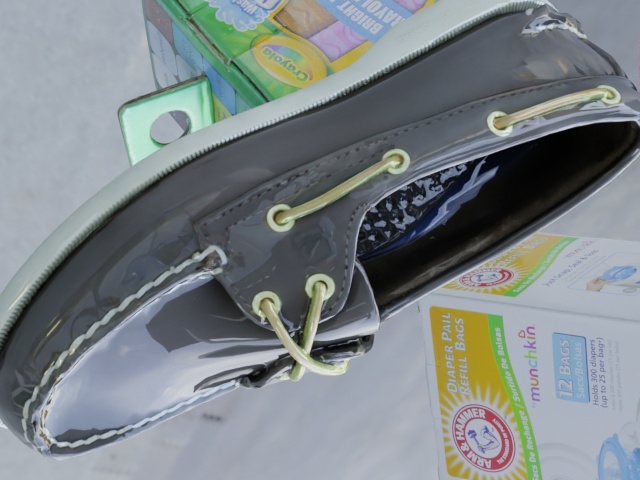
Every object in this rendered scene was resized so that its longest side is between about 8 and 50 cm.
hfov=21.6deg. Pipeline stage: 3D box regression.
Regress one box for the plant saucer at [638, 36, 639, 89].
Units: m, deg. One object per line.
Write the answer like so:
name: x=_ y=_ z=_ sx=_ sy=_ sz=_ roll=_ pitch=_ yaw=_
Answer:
plant saucer: x=0.361 y=-0.087 z=1.069 sx=0.084 sy=0.332 sz=0.332 roll=-32 pitch=150 yaw=-34

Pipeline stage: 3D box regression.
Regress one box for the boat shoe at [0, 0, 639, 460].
boat shoe: x=0.000 y=0.000 z=0.515 sx=0.228 sy=0.068 sz=0.081 roll=-34 pitch=145 yaw=-14

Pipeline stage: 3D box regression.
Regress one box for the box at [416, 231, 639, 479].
box: x=0.162 y=0.069 z=0.833 sx=0.103 sy=0.203 sz=0.114 roll=-28 pitch=118 yaw=-48

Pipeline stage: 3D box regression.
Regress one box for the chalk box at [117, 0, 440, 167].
chalk box: x=-0.012 y=-0.099 z=0.930 sx=0.213 sy=0.132 sz=0.132 roll=-34 pitch=155 yaw=-17
